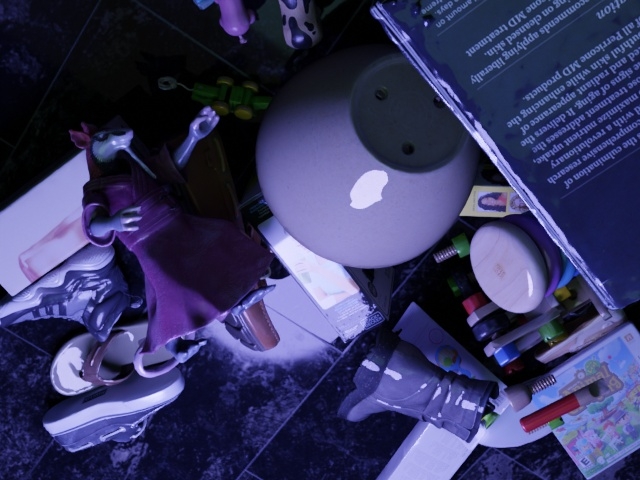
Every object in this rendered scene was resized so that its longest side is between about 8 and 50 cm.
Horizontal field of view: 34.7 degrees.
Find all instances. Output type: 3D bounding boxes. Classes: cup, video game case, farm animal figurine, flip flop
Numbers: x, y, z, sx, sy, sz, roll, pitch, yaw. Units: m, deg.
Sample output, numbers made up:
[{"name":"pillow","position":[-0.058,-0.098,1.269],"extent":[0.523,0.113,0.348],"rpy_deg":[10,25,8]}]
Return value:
[{"name":"cup","position":[0.092,-0.142,1.433],"extent":[0.331,0.237,0.331],"rpy_deg":[3,79,-13]},{"name":"video game case","position":[0.482,0.268,1.714],"extent":[0.212,0.023,0.193],"rpy_deg":[-35,97,9]},{"name":"farm animal figurine","position":[-0.113,-0.424,1.394],"extent":[0.330,0.172,0.326],"rpy_deg":[22,116,-7]},{"name":"flip flop","position":[-0.365,0.212,1.832],"extent":[0.277,0.080,0.112],"rpy_deg":[-17,114,14]}]

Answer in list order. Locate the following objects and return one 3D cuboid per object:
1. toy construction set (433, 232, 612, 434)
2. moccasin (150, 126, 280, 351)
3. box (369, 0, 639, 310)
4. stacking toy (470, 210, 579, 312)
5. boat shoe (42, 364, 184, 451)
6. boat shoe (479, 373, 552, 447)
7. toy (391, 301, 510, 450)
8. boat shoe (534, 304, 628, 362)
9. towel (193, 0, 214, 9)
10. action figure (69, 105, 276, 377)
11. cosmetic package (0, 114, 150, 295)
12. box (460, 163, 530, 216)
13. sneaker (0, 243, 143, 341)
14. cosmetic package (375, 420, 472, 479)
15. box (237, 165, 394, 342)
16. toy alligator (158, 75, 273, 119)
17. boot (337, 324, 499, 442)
[{"name":"toy construction set","position":[0.367,0.133,1.607],"extent":[0.237,0.309,0.257],"rpy_deg":[-27,138,7]},{"name":"moccasin","position":[-0.144,-0.002,1.656],"extent":[0.147,0.139,0.380],"rpy_deg":[-24,94,-24]},{"name":"box","position":[0.326,-0.253,1.304],"extent":[0.297,0.480,0.471],"rpy_deg":[-33,109,20]},{"name":"stacking toy","position":[0.387,-0.017,1.542],"extent":[0.330,0.141,0.141],"rpy_deg":[-25,119,-28]},{"name":"boat shoe","position":[-0.363,0.317,1.871],"extent":[0.301,0.108,0.102],"rpy_deg":[-22,112,19]},{"name":"boat shoe","position":[0.381,0.281,1.787],"extent":[0.268,0.088,0.096],"rpy_deg":[-25,94,11]},{"name":"toy","position":[0.219,0.230,1.771],"extent":[0.237,0.056,0.137],"rpy_deg":[44,117,23]},{"name":"boat shoe","position":[0.444,0.165,1.736],"extent":[0.170,0.063,0.059],"rpy_deg":[-37,102,20]},{"name":"towel","position":[-0.113,-0.538,1.454],"extent":[0.370,0.040,0.271],"rpy_deg":[-31,110,19]},{"name":"action figure","position":[-0.242,-0.024,1.517],"extent":[0.370,0.248,0.276],"rpy_deg":[51,140,2]},{"name":"cosmetic package","position":[-0.414,-0.056,1.664],"extent":[0.296,0.153,0.129],"rpy_deg":[-32,108,21]},{"name":"box","position":[0.245,-0.081,1.622],"extent":[0.232,0.087,0.058],"rpy_deg":[1,119,4]},{"name":"sneaker","position":[-0.441,0.120,1.781],"extent":[0.269,0.101,0.153],"rpy_deg":[-28,108,15]},{"name":"cosmetic package","position":[0.187,0.415,1.889],"extent":[0.099,0.060,0.239],"rpy_deg":[29,116,-6]},{"name":"box","position":[0.000,0.000,1.642],"extent":[0.087,0.169,0.290],"rpy_deg":[-30,111,21]},{"name":"toy alligator","position":[-0.160,-0.223,1.612],"extent":[0.190,0.056,0.051],"rpy_deg":[10,158,1]},{"name":"boot","position":[0.156,0.271,1.686],"extent":[0.223,0.118,0.338],"rpy_deg":[27,160,5]}]
